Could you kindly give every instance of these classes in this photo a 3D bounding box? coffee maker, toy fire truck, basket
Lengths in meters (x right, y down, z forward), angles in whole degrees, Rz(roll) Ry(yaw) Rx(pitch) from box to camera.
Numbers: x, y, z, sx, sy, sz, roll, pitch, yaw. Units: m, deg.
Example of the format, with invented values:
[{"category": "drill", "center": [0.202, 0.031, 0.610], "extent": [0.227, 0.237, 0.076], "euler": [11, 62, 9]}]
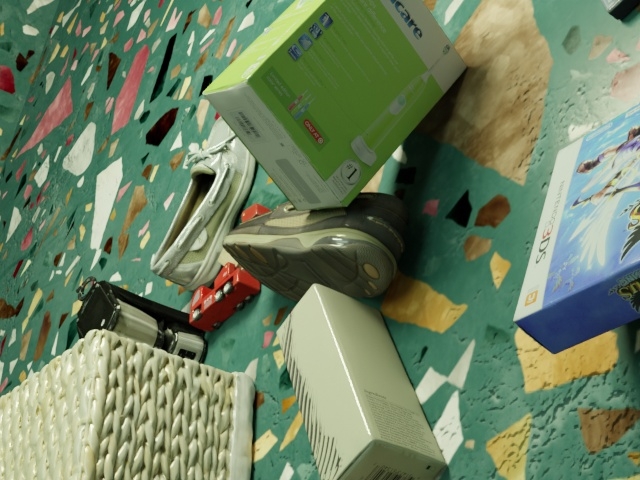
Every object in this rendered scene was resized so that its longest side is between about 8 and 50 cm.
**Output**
[{"category": "coffee maker", "center": [-0.285, 0.136, 1.743], "extent": [0.120, 0.178, 0.171], "euler": [-45, 38, 26]}, {"category": "toy fire truck", "center": [-0.138, 0.044, 1.714], "extent": [0.192, 0.047, 0.135], "euler": [-40, 38, 37]}, {"category": "basket", "center": [-0.290, 0.349, 1.514], "extent": [0.328, 0.266, 0.331], "euler": [-34, 44, 40]}]

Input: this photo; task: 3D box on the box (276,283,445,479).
[{"category": "box", "center": [0.040, 0.180, 1.280], "extent": [0.094, 0.113, 0.275], "euler": [-52, 31, 21]}]

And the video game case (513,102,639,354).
[{"category": "video game case", "center": [0.311, -0.045, 0.997], "extent": [0.269, 0.061, 0.244], "euler": [-34, 25, 46]}]

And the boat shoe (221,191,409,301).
[{"category": "boat shoe", "center": [0.000, 0.000, 1.485], "extent": [0.355, 0.132, 0.130], "euler": [3, 50, 52]}]

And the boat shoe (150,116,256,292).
[{"category": "boat shoe", "center": [-0.195, -0.075, 1.834], "extent": [0.118, 0.103, 0.320], "euler": [-6, 63, 55]}]

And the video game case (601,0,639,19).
[{"category": "video game case", "center": [0.375, -0.407, 1.283], "extent": [0.196, 0.026, 0.274], "euler": [-44, 37, 30]}]

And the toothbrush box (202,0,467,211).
[{"category": "toothbrush box", "center": [0.024, -0.207, 1.402], "extent": [0.283, 0.206, 0.122], "euler": [-49, 24, -23]}]
